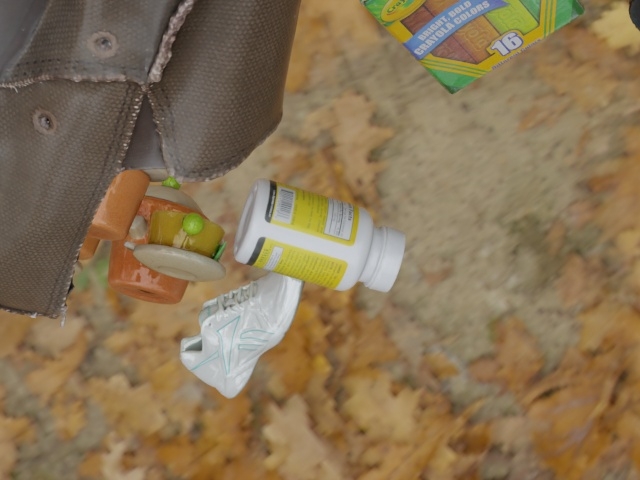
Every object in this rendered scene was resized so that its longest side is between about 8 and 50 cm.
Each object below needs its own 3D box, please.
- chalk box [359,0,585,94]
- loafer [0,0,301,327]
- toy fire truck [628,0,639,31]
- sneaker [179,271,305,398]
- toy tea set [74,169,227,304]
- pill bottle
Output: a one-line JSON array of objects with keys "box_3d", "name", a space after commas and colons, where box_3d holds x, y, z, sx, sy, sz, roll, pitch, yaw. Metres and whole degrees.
[{"box_3d": [0.090, -0.235, 1.521, 0.132, 0.213, 0.132, -31, 57, 17], "name": "chalk box"}, {"box_3d": [-0.058, -0.099, 0.738, 0.130, 0.134, 0.366, 31, 130, -18], "name": "loafer"}, {"box_3d": [0.263, -0.170, 0.894, 0.217, 0.158, 0.246, 12, 151, -2], "name": "toy fire truck"}, {"box_3d": [-0.061, 0.062, 1.551, 0.061, 0.054, 0.152, 29, 124, -12], "name": "sneaker"}, {"box_3d": [-0.176, -0.035, 1.823, 0.200, 0.336, 0.124, 17, 76, -15], "name": "toy tea set"}, {"box_3d": [0.000, 0.000, 1.443, 0.116, 0.065, 0.065, 17, 110, -10], "name": "pill bottle"}]
